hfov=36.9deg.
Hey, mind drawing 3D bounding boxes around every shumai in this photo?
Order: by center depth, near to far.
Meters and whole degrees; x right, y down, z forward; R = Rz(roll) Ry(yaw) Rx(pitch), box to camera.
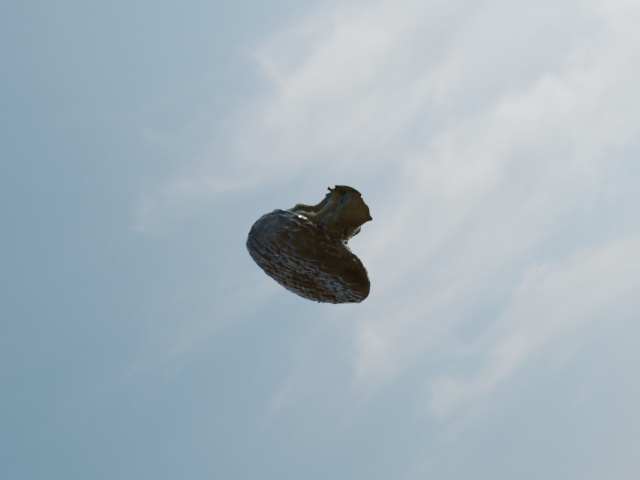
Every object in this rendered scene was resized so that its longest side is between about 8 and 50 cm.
[{"bbox_3d":[0.000,0.000,1.510,0.161,0.210,0.153,101,-166,-65],"label":"shumai"}]
